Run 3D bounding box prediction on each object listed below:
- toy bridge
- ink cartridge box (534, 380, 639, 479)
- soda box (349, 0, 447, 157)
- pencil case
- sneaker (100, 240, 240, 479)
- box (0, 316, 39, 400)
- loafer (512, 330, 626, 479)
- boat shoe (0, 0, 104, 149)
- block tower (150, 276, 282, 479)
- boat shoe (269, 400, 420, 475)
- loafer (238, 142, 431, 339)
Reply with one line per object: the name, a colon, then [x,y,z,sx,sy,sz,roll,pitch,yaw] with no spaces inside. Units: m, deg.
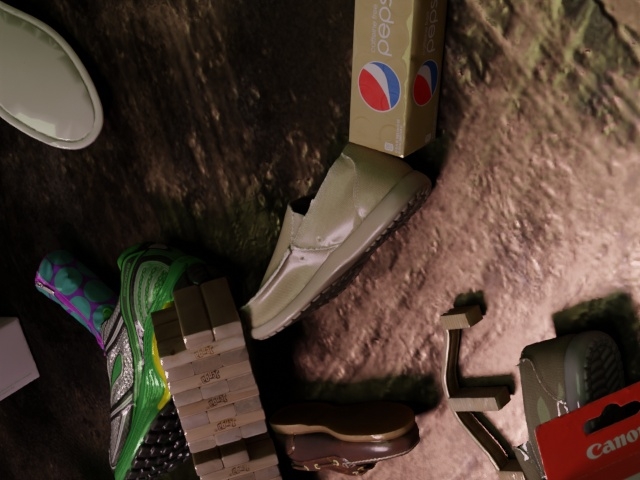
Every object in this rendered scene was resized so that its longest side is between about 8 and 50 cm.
toy bridge: [0.153,0.154,0.988,0.063,0.026,0.188,-11,104,45]
ink cartridge box: [0.269,0.213,0.843,0.045,0.145,0.179,-144,35,-71]
soda box: [0.068,-0.169,0.877,0.061,0.058,0.181,21,124,31]
pencil case: [-0.298,0.080,1.301,0.151,0.070,0.065,37,130,19]
sneaker: [-0.198,0.153,1.231,0.146,0.134,0.344,34,120,32]
box: [-0.487,0.176,1.486,0.087,0.101,0.102,-4,110,41]
loafer: [0.227,0.196,0.913,0.087,0.094,0.251,6,106,45]
boat shoe: [-0.373,-0.216,1.222,0.319,0.116,0.099,38,174,10]
block tower: [-0.103,0.208,1.126,0.097,0.090,0.336,-116,12,-58]
boat shoe: [0.031,0.216,1.094,0.207,0.073,0.073,-8,105,50]
loafer: [0.000,0.000,0.997,0.092,0.102,0.268,51,124,10]
